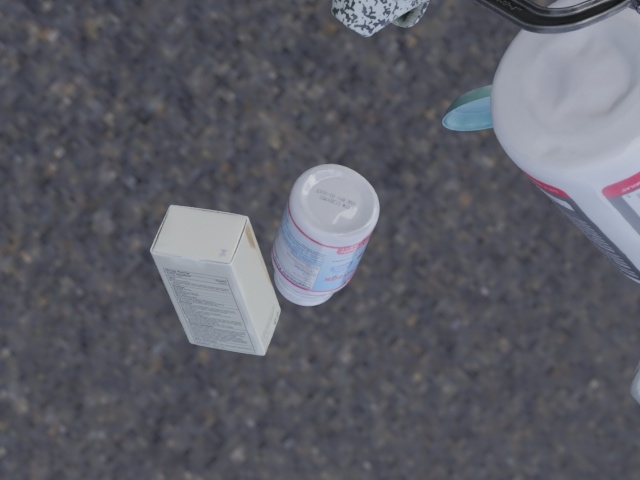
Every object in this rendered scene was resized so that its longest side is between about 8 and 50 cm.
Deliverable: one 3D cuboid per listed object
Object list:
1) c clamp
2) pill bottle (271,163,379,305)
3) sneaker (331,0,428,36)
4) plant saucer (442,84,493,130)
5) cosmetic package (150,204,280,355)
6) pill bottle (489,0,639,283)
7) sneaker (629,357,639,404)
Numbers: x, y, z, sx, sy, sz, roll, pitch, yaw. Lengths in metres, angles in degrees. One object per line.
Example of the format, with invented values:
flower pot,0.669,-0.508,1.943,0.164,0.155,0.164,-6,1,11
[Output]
c clamp,0.190,-0.189,1.435,0.137,0.161,0.022,-28,125,-22
pill bottle,0.000,0.000,1.871,0.087,0.087,0.160,-31,162,-25
sneaker,0.101,-0.286,1.717,0.182,0.158,0.410,-59,168,28
plant saucer,0.201,-0.162,2.290,0.119,0.021,0.119,-11,165,-3
cosmetic package,-0.069,0.028,1.292,0.115,0.060,0.041,76,29,-54
pill bottle,0.285,-0.063,1.607,0.176,0.176,0.318,-49,139,1
sneaker,0.174,0.026,0.758,0.115,0.090,0.232,-33,132,-41
